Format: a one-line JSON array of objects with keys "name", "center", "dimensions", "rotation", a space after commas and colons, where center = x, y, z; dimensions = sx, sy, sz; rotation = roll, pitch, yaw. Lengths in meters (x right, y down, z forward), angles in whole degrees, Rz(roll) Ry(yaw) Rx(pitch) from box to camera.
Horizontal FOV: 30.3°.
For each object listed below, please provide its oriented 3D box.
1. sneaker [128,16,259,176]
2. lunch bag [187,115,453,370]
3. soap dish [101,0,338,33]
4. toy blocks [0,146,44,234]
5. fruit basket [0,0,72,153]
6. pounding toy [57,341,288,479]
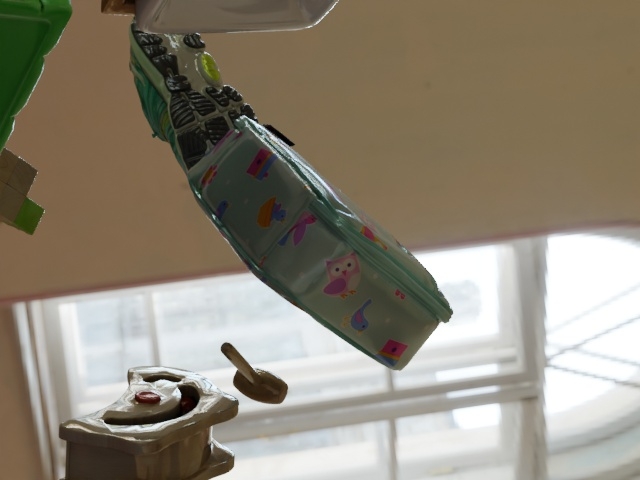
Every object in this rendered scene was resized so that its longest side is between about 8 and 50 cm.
[{"name": "sneaker", "center": [-0.150, -0.145, 1.390], "dimensions": [0.275, 0.107, 0.110], "rotation": [64, -30, 22]}, {"name": "lunch bag", "center": [0.000, 0.000, 1.182], "dimensions": [0.224, 0.108, 0.279], "rotation": [36, 8, -40]}, {"name": "soap dish", "center": [-0.041, -0.299, 1.000], "dimensions": [0.291, 0.229, 0.118], "rotation": [-43, -116, 47]}, {"name": "toy blocks", "center": [-0.637, -0.149, 1.838], "dimensions": [0.381, 0.261, 0.190], "rotation": [43, 64, -53]}, {"name": "fruit basket", "center": [-0.474, -0.249, 1.229], "dimensions": [0.392, 0.283, 0.392], "rotation": [3, -85, 42]}, {"name": "pounding toy", "center": [-0.169, 0.167, 1.262], "dimensions": [0.269, 0.154, 0.154], "rotation": [-16, 116, -55]}]
